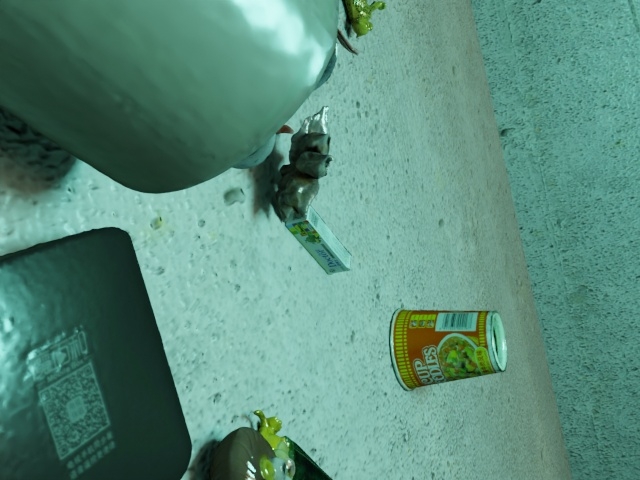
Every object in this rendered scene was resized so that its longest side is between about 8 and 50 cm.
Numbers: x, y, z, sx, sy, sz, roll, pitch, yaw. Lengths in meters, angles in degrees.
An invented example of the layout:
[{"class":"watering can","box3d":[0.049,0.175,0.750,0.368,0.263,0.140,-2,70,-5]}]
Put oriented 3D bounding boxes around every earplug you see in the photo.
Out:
[{"class":"earplug","box3d":[-0.211,-0.259,0.525,0.394,0.312,0.313,38,48,-49]}]

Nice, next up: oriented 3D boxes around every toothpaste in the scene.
[{"class":"toothpaste","box3d":[0.000,0.000,1.118,0.164,0.046,0.034,50,37,-45]}]

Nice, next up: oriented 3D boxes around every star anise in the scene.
[{"class":"star anise","box3d":[-0.031,-0.106,1.011,0.065,0.182,0.195,13,45,-16]}]

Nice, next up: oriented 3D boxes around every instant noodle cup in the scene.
[{"class":"instant noodle cup","box3d":[0.282,0.224,1.408,0.193,0.212,0.193,33,52,-56]}]

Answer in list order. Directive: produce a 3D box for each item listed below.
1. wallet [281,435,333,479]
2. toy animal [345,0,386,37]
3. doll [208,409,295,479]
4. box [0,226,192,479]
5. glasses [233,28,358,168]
[{"class":"wallet","box3d":[-0.007,0.412,0.958,0.236,0.055,0.160,57,28,-36]},{"class":"toy animal","box3d":[0.079,-0.555,1.449,0.136,0.073,0.181,-50,128,-48]},{"class":"doll","box3d":[-0.078,0.285,0.822,0.188,0.096,0.145,-81,156,-52]},{"class":"box","box3d":[-0.239,0.146,0.571,0.290,0.073,0.289,-31,109,-62]},{"class":"glasses","box3d":[-0.057,-0.226,0.942,0.118,0.234,0.268,37,19,-5]}]
